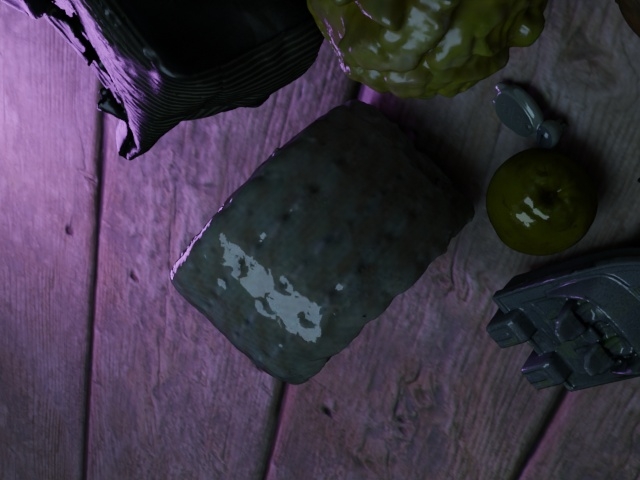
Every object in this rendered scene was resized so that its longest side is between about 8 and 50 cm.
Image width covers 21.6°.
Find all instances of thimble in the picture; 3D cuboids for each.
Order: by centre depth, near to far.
[{"bbox_3d":[0.000,0.000,1.755,0.195,0.291,0.291,45,148,-1],"label":"thimble"}]

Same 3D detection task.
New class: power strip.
[{"bbox_3d":[0.202,-0.122,1.615,0.083,0.035,0.055,42,150,26],"label":"power strip"}]

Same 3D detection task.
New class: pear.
[{"bbox_3d":[0.214,-0.037,1.630,0.107,0.107,0.131,39,169,6],"label":"pear"}]

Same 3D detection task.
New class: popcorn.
[{"bbox_3d":[0.074,-0.239,1.409,0.259,0.259,0.212,36,-170,11],"label":"popcorn"}]

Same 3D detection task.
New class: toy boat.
[{"bbox_3d":[0.302,0.076,1.673,0.141,0.092,0.319,49,146,-13],"label":"toy boat"}]

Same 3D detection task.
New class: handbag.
[{"bbox_3d":[-0.168,-0.250,1.651,0.341,0.247,0.240,52,147,10],"label":"handbag"}]

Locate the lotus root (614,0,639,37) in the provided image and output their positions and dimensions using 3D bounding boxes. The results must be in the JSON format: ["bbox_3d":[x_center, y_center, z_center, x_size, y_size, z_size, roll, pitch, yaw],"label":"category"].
[{"bbox_3d":[0.293,-0.202,1.339,0.122,0.112,0.081,30,152,17],"label":"lotus root"}]

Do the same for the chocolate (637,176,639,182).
[{"bbox_3d":[0.356,-0.069,1.471,0.147,0.072,0.070,13,134,30],"label":"chocolate"}]
